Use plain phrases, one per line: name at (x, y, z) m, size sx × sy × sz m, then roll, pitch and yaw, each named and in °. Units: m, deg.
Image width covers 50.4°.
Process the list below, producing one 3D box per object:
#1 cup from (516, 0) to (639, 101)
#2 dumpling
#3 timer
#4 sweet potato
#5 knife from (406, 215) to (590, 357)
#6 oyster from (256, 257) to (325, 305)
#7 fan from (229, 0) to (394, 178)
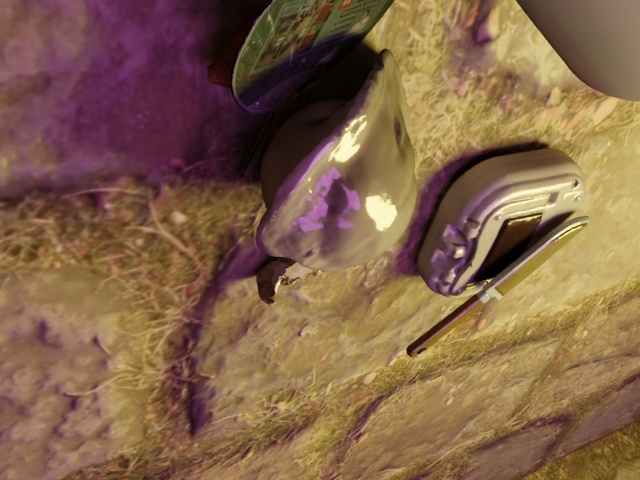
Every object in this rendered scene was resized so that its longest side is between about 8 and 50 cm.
cup at (0.252, -0.297, 0.561) m, size 0.371 × 0.253 × 0.253 m, roll 22°, pitch 118°, yaw -46°
dumpling at (0.029, -0.094, 0.719) m, size 0.175 × 0.243 × 0.227 m, roll 9°, pitch 122°, yaw -8°
timer at (0.277, -0.016, 1.041) m, size 0.237 × 0.087 × 0.262 m, roll -13°, pitch 141°, yaw -26°
sweet potato at (-0.024, -0.203, 0.623) m, size 0.195 × 0.056 × 0.056 m, roll -36°, pitch 145°, yaw -6°
knife at (0.269, 0.070, 1.041) m, size 0.343 × 0.027 × 0.061 m, roll -41°, pitch 144°, yaw 11°
oyster at (0.003, 0.001, 0.896) m, size 0.200 × 0.061 × 0.106 m, roll -20°, pitch 125°, yaw -23°
fan at (-0.025, -0.160, 0.614) m, size 0.294 × 0.012 × 0.223 m, roll -47°, pitch 172°, yaw 18°
